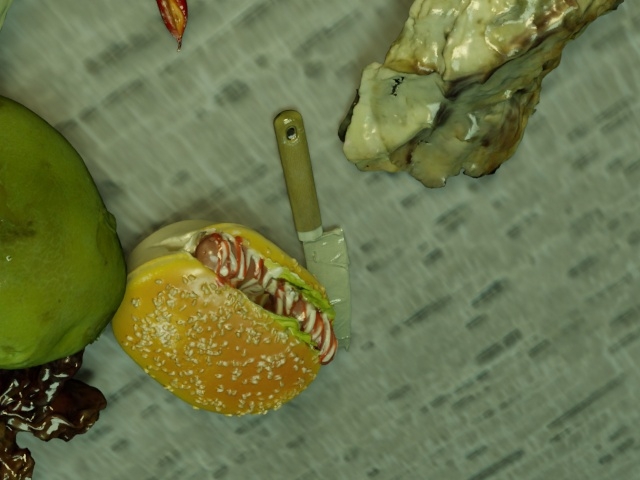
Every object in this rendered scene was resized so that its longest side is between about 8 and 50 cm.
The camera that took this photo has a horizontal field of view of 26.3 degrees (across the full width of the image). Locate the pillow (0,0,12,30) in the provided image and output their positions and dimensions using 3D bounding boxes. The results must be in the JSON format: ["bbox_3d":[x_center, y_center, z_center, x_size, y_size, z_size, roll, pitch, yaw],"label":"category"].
[{"bbox_3d":[-0.342,-0.242,0.904,0.322,0.120,0.255,17,109,-31],"label":"pillow"}]

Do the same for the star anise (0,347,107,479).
[{"bbox_3d":[-0.297,0.144,1.205,0.220,0.126,0.190,-24,133,-7],"label":"star anise"}]

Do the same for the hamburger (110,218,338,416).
[{"bbox_3d":[-0.087,0.071,1.234,0.173,0.116,0.210,-38,128,12],"label":"hamburger"}]

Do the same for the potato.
[{"bbox_3d":[-0.250,-0.006,1.075,0.148,0.186,0.253,-19,139,27],"label":"potato"}]

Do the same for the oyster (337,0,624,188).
[{"bbox_3d":[0.163,-0.171,1.163,0.201,0.107,0.354,16,117,-33],"label":"oyster"}]

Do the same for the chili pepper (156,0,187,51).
[{"bbox_3d":[-0.123,-0.227,1.062,0.045,0.027,0.178,-15,128,-4],"label":"chili pepper"}]

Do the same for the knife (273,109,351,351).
[{"bbox_3d":[0.001,0.001,1.280,0.047,0.017,0.298,-21,129,-13],"label":"knife"}]
